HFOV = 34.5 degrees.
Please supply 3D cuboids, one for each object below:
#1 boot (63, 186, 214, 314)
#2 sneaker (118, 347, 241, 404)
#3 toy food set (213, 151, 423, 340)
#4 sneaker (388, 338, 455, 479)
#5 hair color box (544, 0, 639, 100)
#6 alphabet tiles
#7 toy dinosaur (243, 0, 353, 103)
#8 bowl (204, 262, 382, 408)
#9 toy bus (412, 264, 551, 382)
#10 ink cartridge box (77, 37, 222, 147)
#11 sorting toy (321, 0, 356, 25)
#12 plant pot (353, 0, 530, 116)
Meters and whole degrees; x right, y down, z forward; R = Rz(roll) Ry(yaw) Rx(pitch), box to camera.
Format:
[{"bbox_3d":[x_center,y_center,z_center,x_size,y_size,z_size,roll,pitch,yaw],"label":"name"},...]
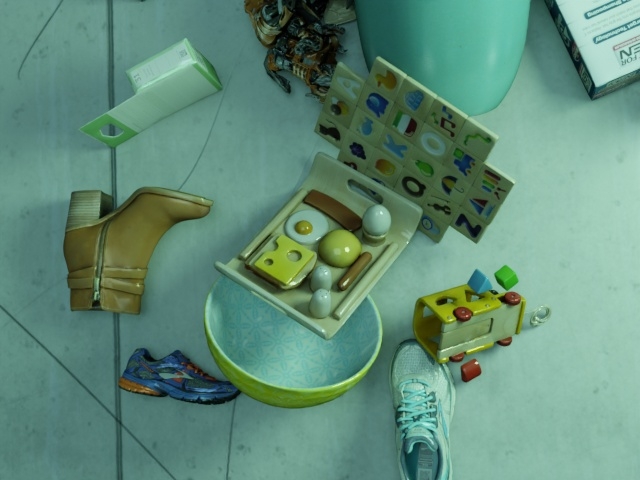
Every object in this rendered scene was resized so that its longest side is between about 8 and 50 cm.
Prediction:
[{"bbox_3d":[-0.322,0.020,1.803,0.284,0.109,0.220,-1,83,11],"label":"boot"},{"bbox_3d":[-0.241,0.234,1.786,0.221,0.083,0.087,8,80,8],"label":"sneaker"},{"bbox_3d":[0.000,0.000,1.694,0.220,0.092,0.306,31,55,17],"label":"toy food set"},{"bbox_3d":[0.171,0.301,1.688,0.110,0.122,0.283,-8,83,9],"label":"sneaker"},{"bbox_3d":[0.464,-0.430,1.724,0.174,0.105,0.347,-23,81,7],"label":"hair color box"},{"bbox_3d":[0.145,-0.140,1.682,0.343,0.285,0.011,36,55,11],"label":"alphabet tiles"},{"bbox_3d":[-0.047,-0.385,1.784,0.322,0.164,0.218,42,117,-5],"label":"toy dinosaur"},{"bbox_3d":[-0.055,0.176,1.703,0.290,0.156,0.289,7,45,-7],"label":"bowl"},{"bbox_3d":[0.250,0.120,1.700,0.191,0.202,0.104,-48,45,5],"label":"toy bus"},{"bbox_3d":[-0.301,-0.252,1.798,0.235,0.171,0.056,-26,80,6],"label":"ink cartridge box"},{"bbox_3d":[0.043,-0.418,1.839,0.083,0.012,0.062,-15,81,9],"label":"sorting toy"},{"bbox_3d":[0.198,-0.331,1.674,0.293,0.293,0.235,-1,113,9],"label":"plant pot"}]
